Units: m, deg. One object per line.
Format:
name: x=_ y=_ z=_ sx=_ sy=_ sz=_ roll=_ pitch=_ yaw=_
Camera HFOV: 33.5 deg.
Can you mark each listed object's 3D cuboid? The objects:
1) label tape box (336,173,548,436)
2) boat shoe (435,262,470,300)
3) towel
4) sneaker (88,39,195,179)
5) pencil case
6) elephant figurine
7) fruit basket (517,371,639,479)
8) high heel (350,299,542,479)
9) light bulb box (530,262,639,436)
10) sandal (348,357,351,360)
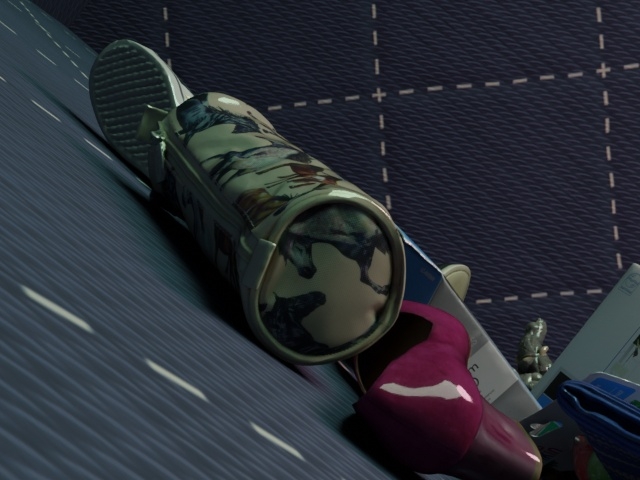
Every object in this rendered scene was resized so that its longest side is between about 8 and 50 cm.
label tape box: x=0.118 y=0.102 z=1.360 sx=0.348 sy=0.115 sz=0.249 roll=49 pitch=-2 yaw=-29
boat shoe: x=0.131 y=0.095 z=1.673 sx=0.113 sy=0.127 sz=0.340 roll=21 pitch=24 yaw=25
towel: x=0.320 y=0.232 z=0.839 sx=0.243 sy=0.040 sz=0.336 roll=28 pitch=-15 yaw=37
sneaker: x=-0.185 y=-0.124 z=1.394 sx=0.321 sy=0.126 sz=0.127 roll=54 pitch=13 yaw=24
pencil case: x=-0.061 y=-0.028 z=1.070 sx=0.183 sy=0.160 sz=0.410 roll=10 pitch=16 yaw=-26
elephant figurine: x=0.373 y=0.262 z=1.825 sx=0.169 sy=0.186 sz=0.239 roll=20 pitch=20 yaw=33
fruit basket: x=0.361 y=0.254 z=1.092 sx=0.353 sy=0.166 sz=0.327 roll=16 pitch=-29 yaw=-10
high heel: x=0.063 y=0.107 z=1.019 sx=0.181 sy=0.127 sz=0.377 roll=33 pitch=1 yaw=-24
light bulb box: x=0.513 y=0.296 z=1.603 sx=0.358 sy=0.361 sz=0.225 roll=38 pitch=1 yaw=-37
sandal: x=0.001 y=0.001 z=1.316 sx=0.303 sy=0.086 sz=0.120 roll=63 pitch=12 yaw=13
